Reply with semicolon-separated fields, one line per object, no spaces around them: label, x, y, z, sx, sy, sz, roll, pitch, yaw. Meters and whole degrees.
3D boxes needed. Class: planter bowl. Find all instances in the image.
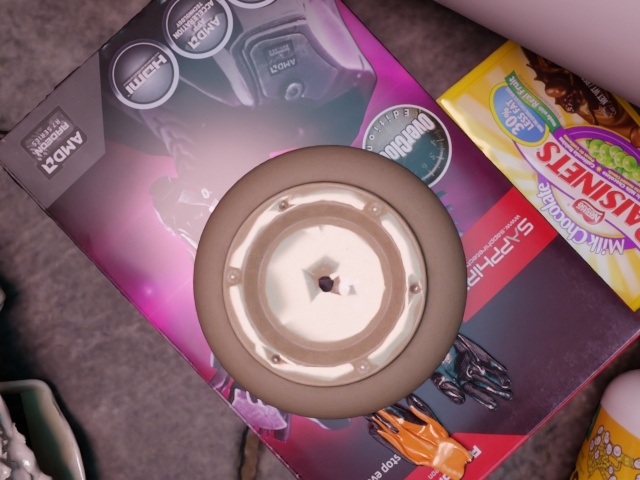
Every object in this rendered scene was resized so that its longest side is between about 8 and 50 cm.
planter bowl;0.004;0.021;0.408;0.162;0.109;0.162;0;87;3

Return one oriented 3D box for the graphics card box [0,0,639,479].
graphics card box;0.000;0.000;0.514;0.233;0.094;0.371;-42;89;0

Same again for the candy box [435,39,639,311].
candy box;0.185;-0.053;0.546;0.105;0.027;0.206;-40;90;3

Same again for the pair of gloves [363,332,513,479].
pair of gloves;0.071;0.096;0.463;0.074;0.010;0.083;32;89;2

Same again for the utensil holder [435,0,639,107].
utensil holder;0.162;-0.243;0.363;0.386;0.327;0.327;32;90;15

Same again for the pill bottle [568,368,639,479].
pill bottle;0.222;0.155;0.482;0.118;0.117;0.208;16;103;0

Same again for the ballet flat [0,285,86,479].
ballet flat;-0.253;0.100;0.503;0.147;0.147;0.408;-24;92;0
